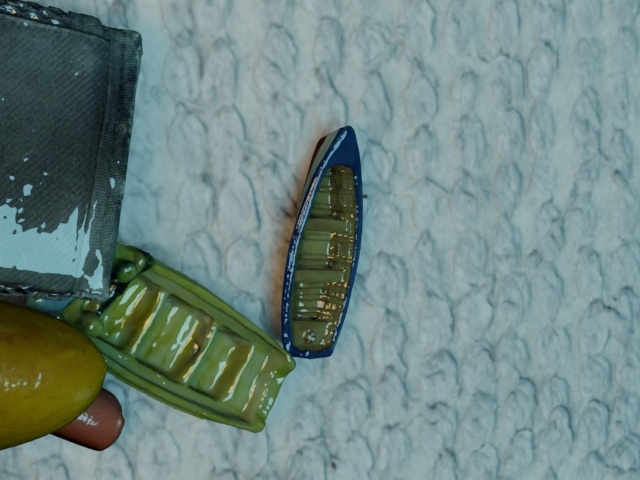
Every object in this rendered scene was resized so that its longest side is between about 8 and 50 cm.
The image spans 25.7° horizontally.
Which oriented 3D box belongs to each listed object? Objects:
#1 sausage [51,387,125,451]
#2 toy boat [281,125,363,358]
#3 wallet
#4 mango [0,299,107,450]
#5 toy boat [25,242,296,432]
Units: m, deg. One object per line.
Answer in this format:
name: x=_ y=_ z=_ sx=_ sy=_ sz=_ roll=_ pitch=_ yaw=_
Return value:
sausage: x=-0.217 y=0.151 z=1.247 sx=0.094 sy=0.059 sz=0.054 roll=27 pitch=71 yaw=-29
toy boat: x=0.000 y=0.000 z=1.338 sx=0.080 sy=0.046 sz=0.229 roll=2 pitch=102 yaw=-29
wallet: x=-0.318 y=-0.085 z=1.086 sx=0.342 sy=0.075 sz=0.237 roll=9 pitch=80 yaw=-25
mango: x=-0.305 y=0.105 z=1.114 sx=0.262 sy=0.167 sz=0.130 roll=6 pitch=55 yaw=-24
toy boat: x=-0.149 y=0.079 z=1.257 sx=0.276 sy=0.084 sz=0.111 roll=33 pitch=83 yaw=-35
